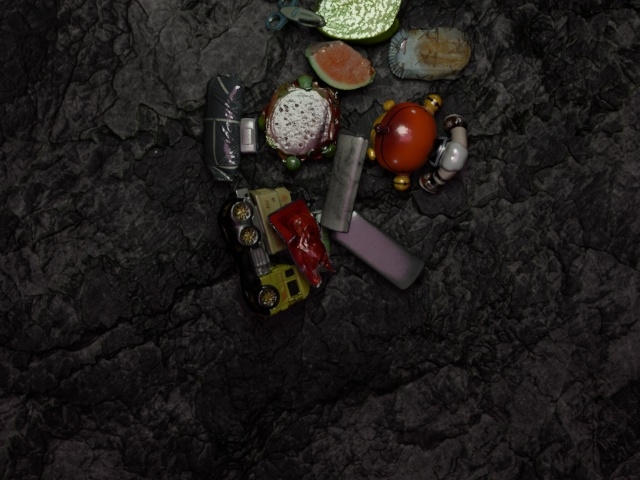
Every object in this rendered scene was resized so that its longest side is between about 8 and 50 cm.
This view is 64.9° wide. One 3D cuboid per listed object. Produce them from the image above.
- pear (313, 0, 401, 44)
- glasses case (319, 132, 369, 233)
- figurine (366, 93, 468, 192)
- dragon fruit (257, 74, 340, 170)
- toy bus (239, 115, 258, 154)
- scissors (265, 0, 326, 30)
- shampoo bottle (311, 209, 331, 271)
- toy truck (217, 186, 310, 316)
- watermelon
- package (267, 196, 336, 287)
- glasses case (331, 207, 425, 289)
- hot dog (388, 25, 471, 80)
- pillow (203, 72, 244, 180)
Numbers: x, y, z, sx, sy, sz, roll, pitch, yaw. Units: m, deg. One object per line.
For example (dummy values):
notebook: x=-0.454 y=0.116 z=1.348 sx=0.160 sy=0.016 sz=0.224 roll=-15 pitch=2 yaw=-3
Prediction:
pear: x=0.130 y=-0.728 z=1.545 sx=0.292 sy=0.159 sz=0.293 roll=1 pitch=109 yaw=2
glasses case: x=0.074 y=-0.179 z=1.572 sx=0.114 sy=0.060 sz=0.300 roll=23 pitch=106 yaw=41
figurine: x=0.296 y=-0.308 z=1.580 sx=0.322 sy=0.196 sz=0.320 roll=16 pitch=102 yaw=-13
dragon fruit: x=-0.061 y=-0.367 z=1.593 sx=0.268 sy=0.130 sz=0.296 roll=19 pitch=95 yaw=-7
toy bus: x=-0.232 y=-0.341 z=1.623 sx=0.060 sy=0.075 sz=0.123 roll=-1 pitch=97 yaw=-1
scissors: x=-0.069 y=-0.677 z=1.514 sx=0.041 sy=0.289 sz=0.138 roll=32 pitch=95 yaw=-46
shampoo bottle: x=0.000 y=0.000 z=1.673 sx=0.065 sy=0.065 sz=0.205 roll=-4 pitch=96 yaw=-1
toy truck: x=-0.170 y=0.025 z=1.613 sx=0.253 sy=0.180 sz=0.406 roll=-18 pitch=95 yaw=-22
watermelon: x=0.043 y=-0.542 z=1.576 sx=0.231 sy=0.146 sz=0.129 roll=25 pitch=98 yaw=-31
package: x=-0.043 y=0.006 z=1.564 sx=0.071 sy=0.194 sz=0.270 roll=-20 pitch=100 yaw=31
glasses case: x=0.190 y=0.030 z=1.676 sx=0.323 sy=0.074 sz=0.131 roll=37 pitch=95 yaw=-5
hot dog: x=0.350 y=-0.595 z=1.603 sx=0.270 sy=0.082 sz=0.163 roll=-3 pitch=110 yaw=-9
pillow: x=-0.306 y=-0.354 z=1.583 sx=0.092 sy=0.161 sz=0.336 roll=-3 pitch=104 yaw=-44
